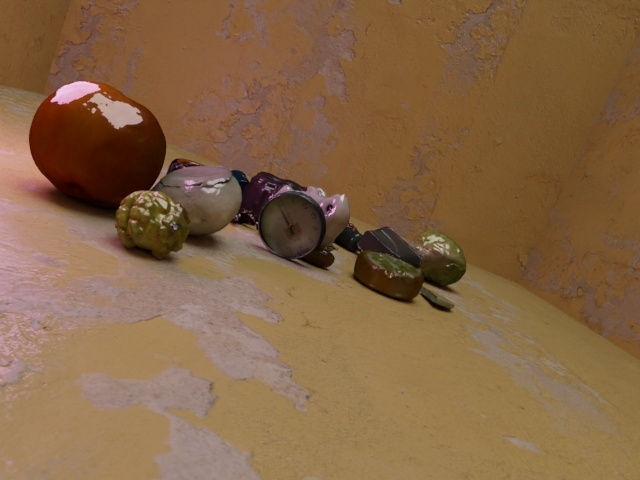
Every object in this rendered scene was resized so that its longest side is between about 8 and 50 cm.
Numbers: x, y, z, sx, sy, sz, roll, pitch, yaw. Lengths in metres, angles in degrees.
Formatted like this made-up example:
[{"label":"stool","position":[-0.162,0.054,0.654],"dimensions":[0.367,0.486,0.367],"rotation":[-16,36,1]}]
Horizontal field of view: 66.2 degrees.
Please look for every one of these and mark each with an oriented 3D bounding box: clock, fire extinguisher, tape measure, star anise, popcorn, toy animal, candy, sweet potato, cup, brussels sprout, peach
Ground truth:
[{"label":"clock","position":[-0.095,-0.049,1.610],"dimensions":[0.226,0.226,0.049],"rotation":[23,14,5]},{"label":"fire extinguisher","position":[0.118,-0.016,2.334],"dimensions":[0.114,0.095,0.311],"rotation":[-4,23,-40]},{"label":"tape measure","position":[-0.543,-0.263,2.091],"dimensions":[0.223,0.135,0.202],"rotation":[14,22,-31]},{"label":"star anise","position":[-0.345,-0.136,1.908],"dimensions":[0.272,0.102,0.272],"rotation":[23,6,-3]},{"label":"popcorn","position":[-0.388,-0.038,1.145],"dimensions":[0.173,0.142,0.173],"rotation":[48,14,-16]},{"label":"toy animal","position":[-0.047,-0.084,1.772],"dimensions":[0.357,0.257,0.194],"rotation":[18,-21,50]},{"label":"candy","position":[0.244,0.120,1.773],"dimensions":[0.260,0.118,0.260],"rotation":[19,11,-4]},{"label":"sweet potato","position":[-0.061,0.037,1.718],"dimensions":[0.233,0.062,0.081],"rotation":[20,-7,9]},{"label":"candy","position":[-0.368,-0.112,1.446],"dimensions":[0.296,0.185,0.295],"rotation":[-7,24,3]},{"label":"cup","position":[-0.399,-0.257,2.470],"dimensions":[0.176,0.131,0.155],"rotation":[46,0,-32]},{"label":"brussels sprout","position":[0.542,0.085,2.364],"dimensions":[0.317,0.242,0.273],"rotation":[18,33,0]},{"label":"peach","position":[-0.601,-0.246,1.328],"dimensions":[0.343,0.301,0.342],"rotation":[12,-23,5]}]

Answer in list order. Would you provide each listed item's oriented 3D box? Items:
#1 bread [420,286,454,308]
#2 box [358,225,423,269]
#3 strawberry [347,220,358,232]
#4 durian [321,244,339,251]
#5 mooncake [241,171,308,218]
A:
[{"label":"bread","position":[0.457,0.231,1.893],"dimensions":[0.112,0.036,0.193],"rotation":[25,5,-11]},{"label":"box","position":[0.298,0.047,2.157],"dimensions":[0.178,0.138,0.274],"rotation":[5,31,-48]},{"label":"strawberry","position":[0.068,-0.077,2.542],"dimensions":[0.236,0.107,0.175],"rotation":[17,-39,45]},{"label":"durian","position":[0.000,0.000,1.952],"dimensions":[0.208,0.102,0.146],"rotation":[21,3,-32]},{"label":"mooncake","position":[-0.161,-0.168,2.247],"dimensions":[0.381,0.212,0.350],"rotation":[15,18,-29]}]
